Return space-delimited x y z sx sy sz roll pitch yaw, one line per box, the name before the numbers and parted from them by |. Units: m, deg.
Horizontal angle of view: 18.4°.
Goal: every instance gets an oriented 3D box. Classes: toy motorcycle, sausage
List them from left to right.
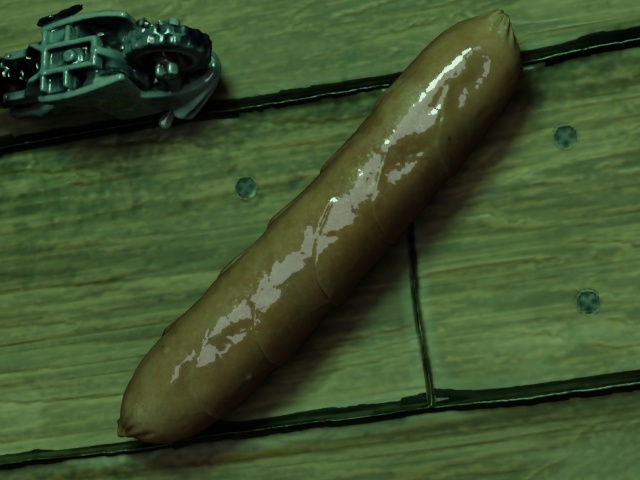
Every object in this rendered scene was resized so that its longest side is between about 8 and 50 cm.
toy motorcycle | -0.167 -0.131 1.519 0.215 0.122 0.080 -8 72 27
sausage | 0.000 0.001 1.469 0.088 0.088 0.433 45 97 14
